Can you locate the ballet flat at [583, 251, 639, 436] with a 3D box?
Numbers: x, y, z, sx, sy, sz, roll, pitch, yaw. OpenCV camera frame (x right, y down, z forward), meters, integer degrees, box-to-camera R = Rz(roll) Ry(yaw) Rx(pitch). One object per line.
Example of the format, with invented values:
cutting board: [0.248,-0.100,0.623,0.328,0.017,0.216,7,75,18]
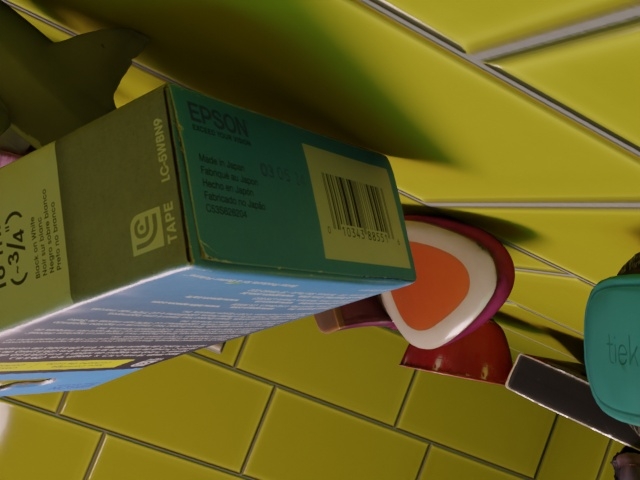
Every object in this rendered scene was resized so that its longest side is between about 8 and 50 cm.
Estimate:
ballet flat: [0.254,0.057,0.408,0.182,0.164,0.483,-1,178,5]

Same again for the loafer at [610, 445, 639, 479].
loafer: [0.474,0.333,1.332,0.109,0.095,0.302,-10,174,22]

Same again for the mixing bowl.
mixing bowl: [0.218,0.162,1.412,0.181,0.098,0.181,11,174,1]

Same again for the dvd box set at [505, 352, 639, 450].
dvd box set: [0.491,0.269,1.426,0.307,0.062,0.420,24,-178,30]

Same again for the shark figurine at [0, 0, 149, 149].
shark figurine: [-0.143,-0.092,0.629,0.278,0.116,0.166,37,-160,-39]

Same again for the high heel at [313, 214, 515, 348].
high heel: [0.130,0.030,0.916,0.181,0.127,0.377,-13,180,-22]

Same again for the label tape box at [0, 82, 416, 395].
label tape box: [-0.140,0.023,0.631,0.333,0.106,0.240,-20,165,30]

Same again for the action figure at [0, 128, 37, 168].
action figure: [-0.343,-0.071,0.775,0.370,0.276,0.248,38,164,-16]

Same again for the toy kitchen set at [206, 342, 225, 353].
toy kitchen set: [-0.039,0.093,1.179,0.207,0.166,0.122,22,174,2]
